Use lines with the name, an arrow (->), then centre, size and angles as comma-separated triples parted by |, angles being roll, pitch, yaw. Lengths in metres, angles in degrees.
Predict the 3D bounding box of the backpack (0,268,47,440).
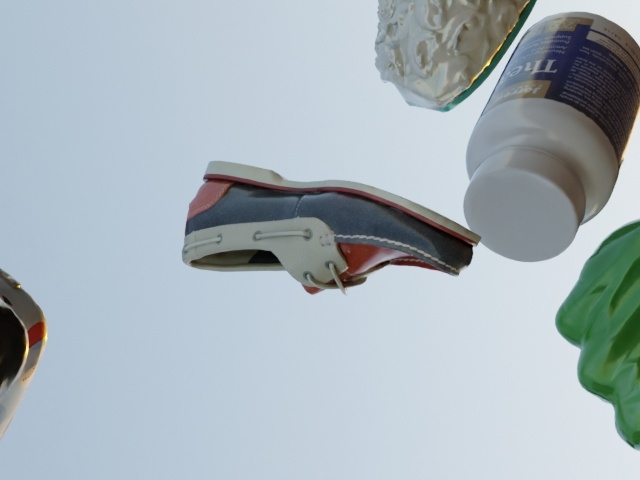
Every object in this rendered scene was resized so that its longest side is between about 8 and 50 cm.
backpack -> -0.343, 0.077, 0.943 | 0.263, 0.276, 0.213 | 37, -165, 18

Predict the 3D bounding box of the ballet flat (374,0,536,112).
ballet flat -> 0.124, -0.286, 1.034 | 0.147, 0.147, 0.409 | 45, -119, -33

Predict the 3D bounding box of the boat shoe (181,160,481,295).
boat shoe -> 0.000, 0.000, 0.518 | 0.049, 0.137, 0.043 | 33, -106, -48

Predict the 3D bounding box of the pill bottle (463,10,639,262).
pill bottle -> 0.103, -0.046, 0.604 | 0.067, 0.067, 0.120 | 53, -140, -21

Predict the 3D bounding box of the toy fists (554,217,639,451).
toy fists -> 0.254, 0.093, 0.709 | 0.279, 0.142, 0.096 | 38, 174, 10
